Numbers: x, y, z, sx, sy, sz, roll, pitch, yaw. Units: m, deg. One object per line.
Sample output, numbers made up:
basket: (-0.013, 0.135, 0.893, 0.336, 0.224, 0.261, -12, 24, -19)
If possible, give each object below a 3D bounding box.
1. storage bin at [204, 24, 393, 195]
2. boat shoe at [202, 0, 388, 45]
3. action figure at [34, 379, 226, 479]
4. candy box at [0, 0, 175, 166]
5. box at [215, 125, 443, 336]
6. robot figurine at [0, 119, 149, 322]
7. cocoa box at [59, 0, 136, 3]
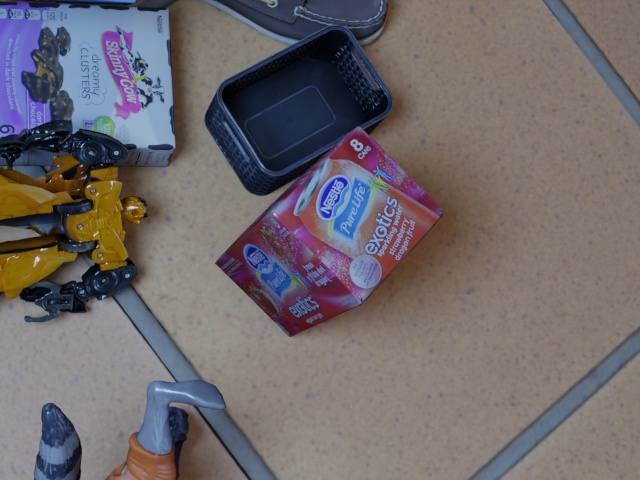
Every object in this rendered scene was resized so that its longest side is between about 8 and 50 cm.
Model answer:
storage bin: (-0.025, -0.146, 1.243, 0.180, 0.084, 0.122, -31, 87, -19)
boat shoe: (-0.066, -0.312, 1.264, 0.325, 0.097, 0.116, 19, 72, -10)
action figure: (-0.207, 0.243, 0.999, 0.179, 0.330, 0.341, 24, 40, -15)
candy box: (-0.259, -0.166, 1.188, 0.196, 0.070, 0.164, -1, 76, -16)
box: (0.000, 0.000, 1.121, 0.122, 0.257, 0.128, 46, 70, -3)
robot figurine: (-0.318, -0.017, 1.100, 0.291, 0.085, 0.211, -10, 117, -21)
cocoa box: (-0.280, -0.404, 1.048, 0.232, 0.228, 0.347, 2, 101, -12)
